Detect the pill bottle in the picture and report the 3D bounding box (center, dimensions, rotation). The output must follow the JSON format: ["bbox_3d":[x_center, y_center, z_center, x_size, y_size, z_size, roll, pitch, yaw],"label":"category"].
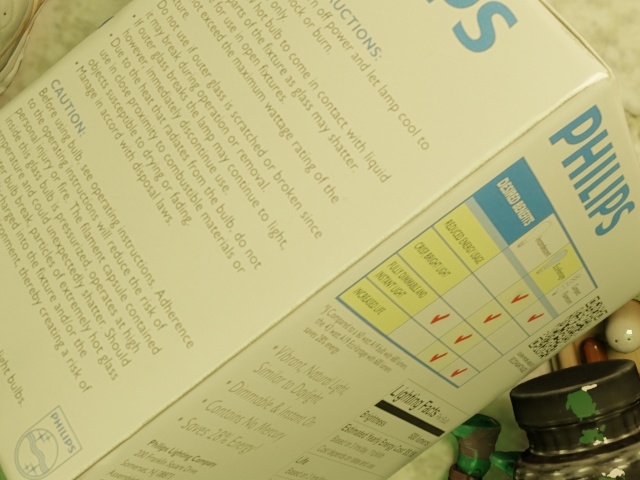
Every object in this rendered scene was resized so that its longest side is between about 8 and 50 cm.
[{"bbox_3d":[0.210,0.203,0.872,0.123,0.123,0.219,-15,91,5],"label":"pill bottle"}]

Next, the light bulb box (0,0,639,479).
[{"bbox_3d":[0.000,0.000,0.775,0.361,0.358,0.225,-38,64,6],"label":"light bulb box"}]

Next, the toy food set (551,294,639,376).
[{"bbox_3d":[0.285,0.118,0.935,0.220,0.092,0.306,-10,105,22],"label":"toy food set"}]

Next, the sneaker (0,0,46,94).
[{"bbox_3d":[-0.230,-0.206,0.882,0.099,0.121,0.262,27,102,-5],"label":"sneaker"}]

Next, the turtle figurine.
[{"bbox_3d":[0.117,0.269,0.999,0.175,0.118,0.234,23,105,37],"label":"turtle figurine"}]
